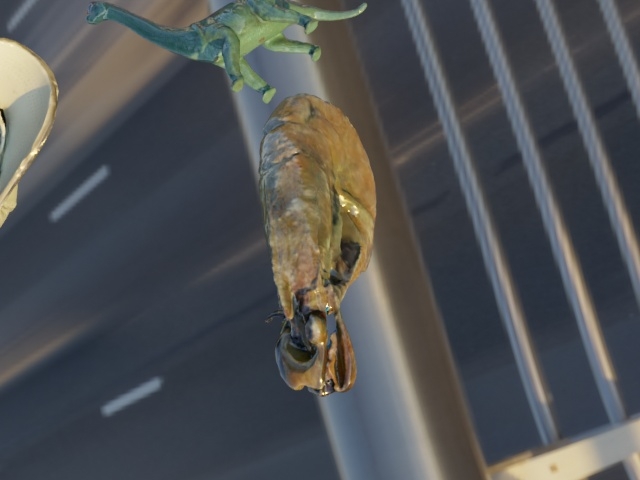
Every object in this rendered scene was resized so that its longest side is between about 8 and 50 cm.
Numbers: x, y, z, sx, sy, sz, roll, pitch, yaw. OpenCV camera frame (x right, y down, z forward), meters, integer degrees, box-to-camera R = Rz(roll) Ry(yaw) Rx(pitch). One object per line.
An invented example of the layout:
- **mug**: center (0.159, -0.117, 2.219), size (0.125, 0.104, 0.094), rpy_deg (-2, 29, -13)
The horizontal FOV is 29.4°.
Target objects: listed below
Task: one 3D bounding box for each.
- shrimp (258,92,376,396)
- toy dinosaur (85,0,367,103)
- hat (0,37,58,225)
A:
- **shrimp**: center (0.000, 0.000, 1.594), size (0.110, 0.221, 0.445), rpy_deg (-22, 49, 33)
- **toy dinosaur**: center (-0.167, -0.402, 2.119), size (0.331, 0.383, 0.129), rpy_deg (40, 152, 19)
- **hat**: center (-0.499, -0.162, 1.796), size (0.301, 0.168, 0.258), rpy_deg (-43, 89, 17)
